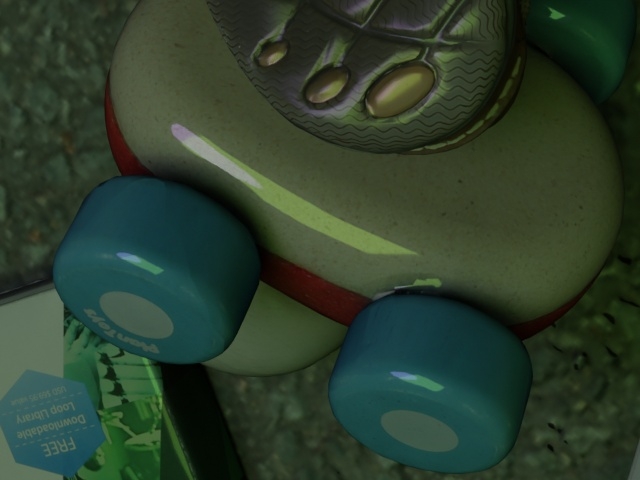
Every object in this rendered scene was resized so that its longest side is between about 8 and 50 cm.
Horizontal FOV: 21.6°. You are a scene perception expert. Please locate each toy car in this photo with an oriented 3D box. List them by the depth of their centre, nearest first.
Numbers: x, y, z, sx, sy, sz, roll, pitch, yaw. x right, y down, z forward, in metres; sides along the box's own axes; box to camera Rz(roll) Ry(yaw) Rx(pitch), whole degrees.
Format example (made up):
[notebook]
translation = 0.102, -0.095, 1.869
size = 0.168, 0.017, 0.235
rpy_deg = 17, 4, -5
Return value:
[toy car]
translation = 0.000, 0.000, 0.730
size = 0.210, 0.219, 0.238
rpy_deg = 23, 149, -2

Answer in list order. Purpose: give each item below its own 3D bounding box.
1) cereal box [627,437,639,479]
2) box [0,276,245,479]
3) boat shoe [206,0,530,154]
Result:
[cereal box]
translation = 0.209, 0.083, 0.629
size = 0.173, 0.240, 0.047
rpy_deg = 15, 137, 16
[box]
translation = -0.135, 0.184, 0.876
size = 0.232, 0.058, 0.322
rpy_deg = -17, 100, 23
[boat shoe]
translation = -0.020, -0.169, 0.614
size = 0.123, 0.116, 0.324
rpy_deg = -27, 76, 19
